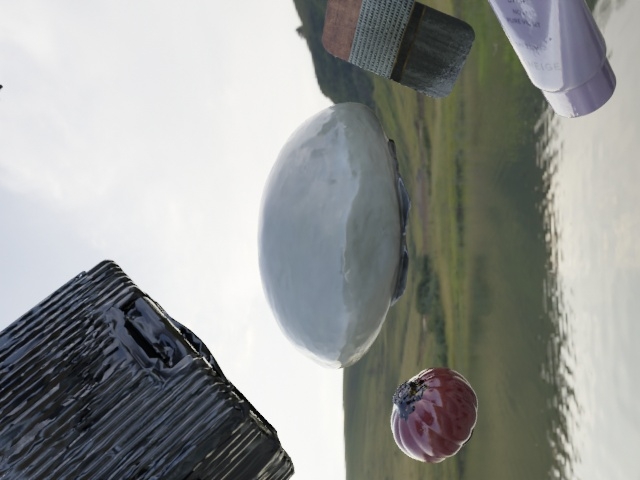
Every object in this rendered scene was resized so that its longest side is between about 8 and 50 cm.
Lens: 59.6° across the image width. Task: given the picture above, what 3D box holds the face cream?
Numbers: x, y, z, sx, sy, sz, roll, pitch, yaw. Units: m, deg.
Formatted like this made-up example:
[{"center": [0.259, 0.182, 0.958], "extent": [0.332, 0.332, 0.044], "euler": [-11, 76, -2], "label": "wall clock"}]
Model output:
[{"center": [0.286, -0.270, 0.702], "extent": [0.274, 0.096, 0.154], "euler": [37, -173, -38], "label": "face cream"}]

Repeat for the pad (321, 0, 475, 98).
[{"center": [0.121, -0.354, 0.855], "extent": [0.323, 0.249, 0.055], "euler": [88, -152, -77], "label": "pad"}]

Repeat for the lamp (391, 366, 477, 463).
[{"center": [0.127, 0.195, 0.628], "extent": [0.107, 0.092, 0.107], "euler": [-54, 8, 11], "label": "lamp"}]

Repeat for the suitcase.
[{"center": [-0.211, 0.198, 0.413], "extent": [0.335, 0.229, 0.152], "euler": [-40, -38, -20], "label": "suitcase"}]

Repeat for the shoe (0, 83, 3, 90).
[{"center": [-0.271, -0.031, 0.322], "extent": [0.106, 0.091, 0.207], "euler": [42, -115, -46], "label": "shoe"}]

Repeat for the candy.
[{"center": [0.000, 0.000, 0.913], "extent": [0.386, 0.186, 0.427], "euler": [115, 150, -44], "label": "candy"}]
